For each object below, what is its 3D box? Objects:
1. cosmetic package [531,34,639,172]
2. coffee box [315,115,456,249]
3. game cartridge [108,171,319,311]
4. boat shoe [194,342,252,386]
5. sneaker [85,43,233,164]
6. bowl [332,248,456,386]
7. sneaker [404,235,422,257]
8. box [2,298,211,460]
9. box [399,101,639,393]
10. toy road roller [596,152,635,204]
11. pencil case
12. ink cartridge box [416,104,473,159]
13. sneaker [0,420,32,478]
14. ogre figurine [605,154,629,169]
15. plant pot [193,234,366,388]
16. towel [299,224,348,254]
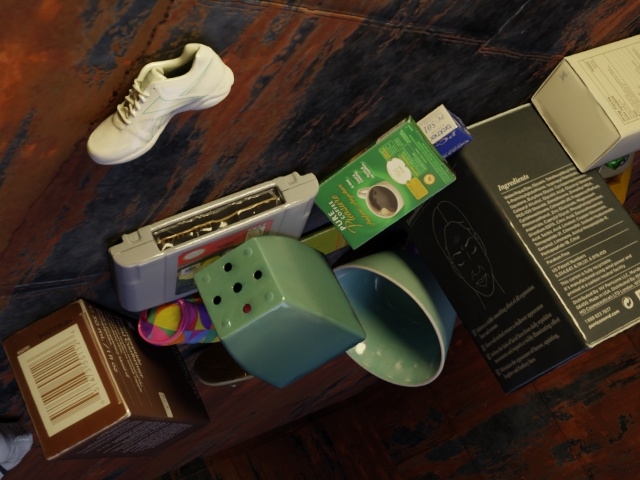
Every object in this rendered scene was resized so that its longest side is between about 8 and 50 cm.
[{"bbox_3d":[0.524,-0.242,1.224,0.309,0.160,0.113,-20,161,-24],"label":"cosmetic package"},{"bbox_3d":[0.087,-0.082,1.075,0.184,0.113,0.040,-37,-167,19],"label":"coffee box"},{"bbox_3d":[-0.149,0.007,1.056,0.294,0.060,0.196,-22,166,-20],"label":"game cartridge"},{"bbox_3d":[-0.156,0.258,1.663,0.285,0.104,0.089,-18,157,-35],"label":"boat shoe"},{"bbox_3d":[-0.155,-0.127,0.676,0.152,0.053,0.061,-36,153,1],"label":"sneaker"},{"bbox_3d":[0.167,0.140,1.595,0.163,0.311,0.311,-42,173,-36],"label":"bowl"},{"bbox_3d":[0.255,0.002,1.587,0.095,0.104,0.236,-24,163,-20],"label":"sneaker"},{"bbox_3d":[-0.322,0.237,1.198,0.143,0.191,0.381,-29,163,-1],"label":"box"},{"bbox_3d":[0.352,0.017,1.284,0.212,0.395,0.293,-23,163,-22],"label":"box"},{"bbox_3d":[0.508,-0.104,1.614,0.203,0.241,0.329,-15,120,-38],"label":"toy road roller"},{"bbox_3d":[-0.199,0.123,1.228,0.104,0.104,0.236,-34,162,17],"label":"pencil case"},{"bbox_3d":[0.124,-0.119,1.134,0.207,0.046,0.097,-35,163,20],"label":"ink cartridge box"},{"bbox_3d":[-0.583,0.367,1.370,0.095,0.090,0.235,-35,171,-28],"label":"sneaker"},{"bbox_3d":[0.555,-0.233,1.382,0.118,0.197,0.097,-41,-159,-5],"label":"ogre figurine"},{"bbox_3d":[-0.069,0.094,1.083,0.166,0.165,0.234,-31,156,8],"label":"plant pot"},{"bbox_3d":[0.000,0.000,1.327,0.237,0.021,0.102,-23,156,-15],"label":"towel"}]
